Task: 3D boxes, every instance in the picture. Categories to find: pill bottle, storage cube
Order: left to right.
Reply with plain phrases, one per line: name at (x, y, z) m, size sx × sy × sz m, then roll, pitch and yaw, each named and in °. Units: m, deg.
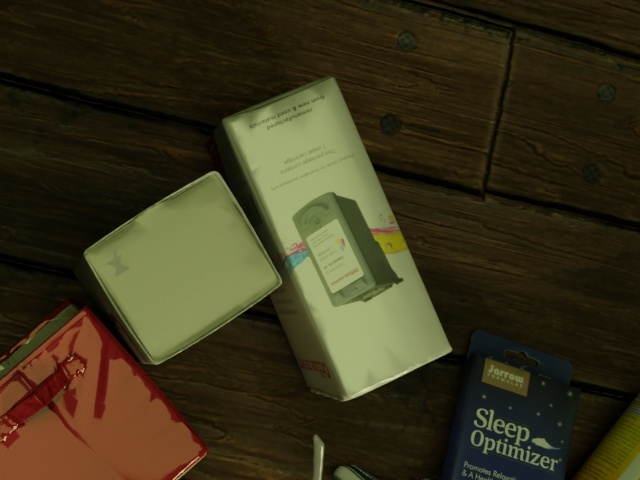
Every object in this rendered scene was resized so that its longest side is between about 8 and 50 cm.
storage cube at (-0.255, 0.192, 1.465) m, size 0.184 × 0.215 × 0.193 m, roll -41°, pitch 101°, yaw -11°
pill bottle at (0.354, 0.275, 1.622) m, size 0.117 × 0.117 × 0.215 m, roll 42°, pitch 80°, yaw -6°

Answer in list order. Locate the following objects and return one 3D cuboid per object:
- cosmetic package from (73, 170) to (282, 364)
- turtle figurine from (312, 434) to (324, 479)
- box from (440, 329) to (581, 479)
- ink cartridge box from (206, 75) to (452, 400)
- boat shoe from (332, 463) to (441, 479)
cosmetic package at (-0.152, 0.036, 1.446) m, size 0.153 × 0.296 × 0.129 m, roll -32°, pitch 92°, yaw -11°
turtle figurine at (-0.062, 0.388, 1.477) m, size 0.275 × 0.198 × 0.266 m, roll -25°, pitch 114°, yaw 29°
box at (0.214, 0.219, 1.610) m, size 0.136 × 0.036 × 0.225 m, roll 19°, pitch 68°, yaw -14°
ink cartridge box at (0.000, 0.000, 1.515) m, size 0.131 × 0.226 × 0.306 m, roll -25°, pitch 93°, yaw -10°
boat shoe at (0.102, 0.287, 1.604) m, size 0.183 × 0.065 × 0.083 m, roll 39°, pitch 76°, yaw -13°
